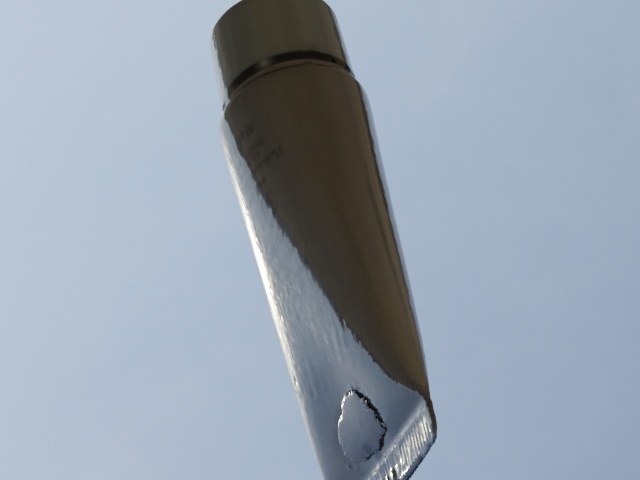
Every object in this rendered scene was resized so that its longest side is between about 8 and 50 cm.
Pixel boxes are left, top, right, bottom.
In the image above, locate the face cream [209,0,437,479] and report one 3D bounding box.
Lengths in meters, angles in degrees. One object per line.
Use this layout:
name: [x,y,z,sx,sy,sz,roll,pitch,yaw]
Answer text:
face cream: [0.000,0.000,0.842,0.089,0.143,0.314,1,-124,-21]
